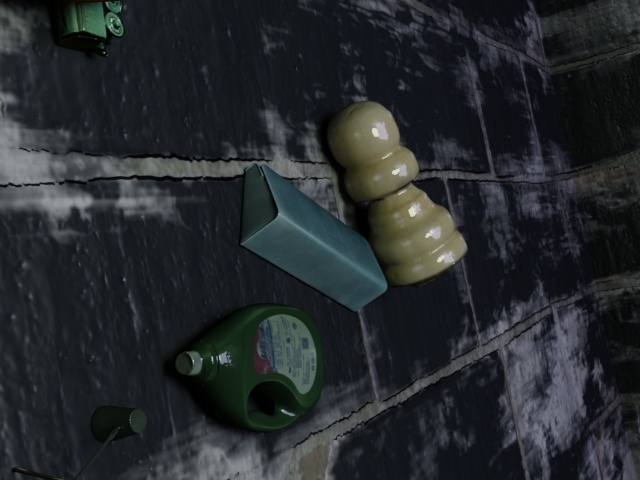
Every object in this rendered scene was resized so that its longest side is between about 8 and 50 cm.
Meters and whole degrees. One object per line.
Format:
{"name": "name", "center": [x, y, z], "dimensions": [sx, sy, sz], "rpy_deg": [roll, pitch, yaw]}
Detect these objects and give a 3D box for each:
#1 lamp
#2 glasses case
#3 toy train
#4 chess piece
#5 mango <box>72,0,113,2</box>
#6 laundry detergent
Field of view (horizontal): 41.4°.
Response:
{"name": "lamp", "center": [-0.181, 0.168, 0.681], "dimensions": [0.121, 0.054, 0.041], "rpy_deg": [-39, 113, -59]}
{"name": "glasses case", "center": [0.000, 0.000, 1.068], "dimensions": [0.266, 0.056, 0.105], "rpy_deg": [34, 51, -52]}
{"name": "toy train", "center": [-0.221, -0.245, 0.791], "dimensions": [0.071, 0.038, 0.148], "rpy_deg": [-1, 81, -58]}
{"name": "chess piece", "center": [0.099, -0.074, 1.197], "dimensions": [0.261, 0.143, 0.143], "rpy_deg": [65, 31, -14]}
{"name": "mango", "center": [-0.225, -0.272, 0.680], "dimensions": [0.252, 0.126, 0.153], "rpy_deg": [0, 72, -40]}
{"name": "laundry detergent", "center": [-0.072, 0.134, 0.881], "dimensions": [0.211, 0.063, 0.137], "rpy_deg": [6, 80, -60]}
